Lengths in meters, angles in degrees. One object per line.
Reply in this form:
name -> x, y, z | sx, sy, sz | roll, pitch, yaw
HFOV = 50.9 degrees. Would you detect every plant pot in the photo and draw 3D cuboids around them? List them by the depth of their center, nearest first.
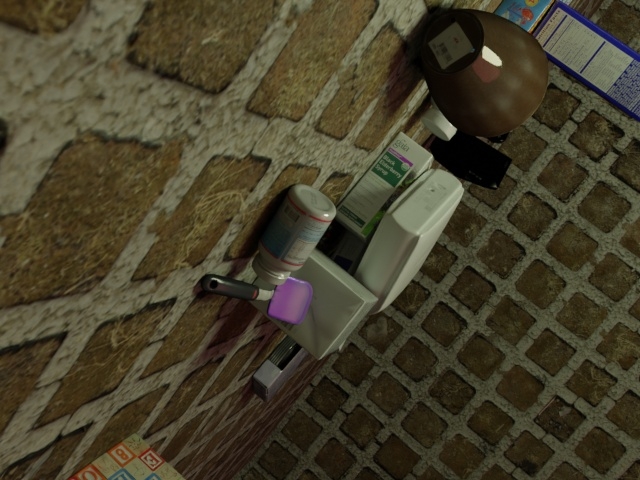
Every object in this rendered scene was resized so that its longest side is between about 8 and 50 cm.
plant pot -> 0.264, -0.308, 1.169 | 0.215, 0.215, 0.230 | -55, 154, 16

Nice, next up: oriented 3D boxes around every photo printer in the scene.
photo printer -> 0.182, 0.015, 1.505 | 0.256, 0.107, 0.308 | -41, 162, -45

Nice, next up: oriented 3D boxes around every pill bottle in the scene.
pill bottle -> -0.048, -0.007, 1.106 | 0.160, 0.087, 0.087 | -56, 168, 24
pill bottle -> 0.308, -0.316, 1.484 | 0.180, 0.108, 0.108 | -51, 169, 0

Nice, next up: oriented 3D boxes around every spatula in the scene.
spatula -> -0.102, 0.089, 1.135 | 0.296, 0.030, 0.084 | 22, 90, -59

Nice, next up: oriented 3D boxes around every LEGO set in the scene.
LEGO set -> 0.000, 0.000, 1.500 | 0.083, 0.023, 0.054 | -61, 175, -23

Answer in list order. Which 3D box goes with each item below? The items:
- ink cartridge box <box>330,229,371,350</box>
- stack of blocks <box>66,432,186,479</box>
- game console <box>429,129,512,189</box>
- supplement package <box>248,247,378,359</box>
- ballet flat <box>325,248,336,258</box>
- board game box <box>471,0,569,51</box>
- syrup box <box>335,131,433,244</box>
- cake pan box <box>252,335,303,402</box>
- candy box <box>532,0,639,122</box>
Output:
ink cartridge box -> 0.087, 0.102, 1.680 | 0.324, 0.071, 0.330 | -61, 158, -24
stack of blocks -> -0.368, 0.477, 1.154 | 0.087, 0.171, 0.297 | -56, 167, 21
game console -> 0.453, -0.307, 1.867 | 0.361, 0.213, 0.044 | -57, 178, -29
supplement package -> -0.012, 0.116, 1.358 | 0.149, 0.194, 0.203 | -51, 168, 5
ballet flat -> -0.007, 0.100, 1.657 | 0.077, 0.077, 0.231 | -39, -177, 47
board game box -> 0.483, -0.519, 1.587 | 0.308, 0.086, 0.302 | -54, 169, 11
syrup box -> 0.140, -0.115, 1.489 | 0.237, 0.093, 0.096 | -51, 168, -4
cake pan box -> -0.113, 0.384, 2.128 | 0.246, 0.070, 0.267 | -50, 169, -20
candy box -> 0.654, -0.412, 1.565 | 0.122, 0.317, 0.268 | -54, 167, 24
